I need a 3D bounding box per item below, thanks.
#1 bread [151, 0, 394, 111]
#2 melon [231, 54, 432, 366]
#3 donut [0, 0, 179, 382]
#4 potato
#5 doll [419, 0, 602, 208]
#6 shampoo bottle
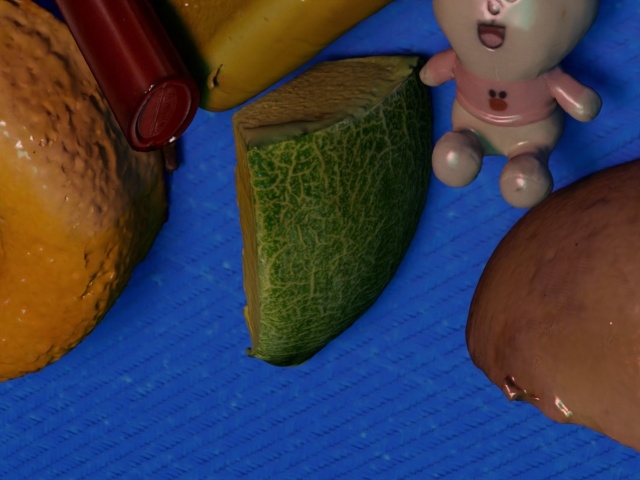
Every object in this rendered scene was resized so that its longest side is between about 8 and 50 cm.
[{"bbox_3d":[-0.005,-0.237,1.472,0.383,0.112,0.166,-31,76,48],"label":"bread"},{"bbox_3d":[0.000,0.000,1.608,0.124,0.196,0.323,37,140,35],"label":"melon"},{"bbox_3d":[-0.349,-0.054,1.664,0.435,0.163,0.378,42,125,-20],"label":"donut"},{"bbox_3d":[0.224,0.033,1.482,0.264,0.211,0.189,11,119,24],"label":"potato"},{"bbox_3d":[0.149,-0.168,1.480,0.155,0.113,0.275,9,110,23],"label":"doll"},{"bbox_3d":[-0.185,-0.202,1.566,0.260,0.064,0.102,60,153,26],"label":"shampoo bottle"}]
